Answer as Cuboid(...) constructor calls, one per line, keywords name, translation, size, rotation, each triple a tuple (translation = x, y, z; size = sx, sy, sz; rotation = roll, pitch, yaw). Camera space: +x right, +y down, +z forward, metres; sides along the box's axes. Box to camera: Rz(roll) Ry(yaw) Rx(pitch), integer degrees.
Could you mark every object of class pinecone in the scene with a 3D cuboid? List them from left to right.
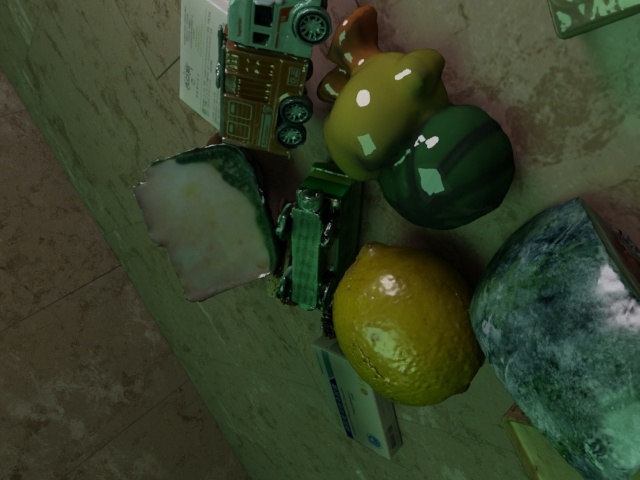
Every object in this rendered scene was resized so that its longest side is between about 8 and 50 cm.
Cuboid(name="pinecone", translation=(0.049, 0.195, 1.132), size=(0.102, 0.109, 0.102), rotation=(27, 136, 30))

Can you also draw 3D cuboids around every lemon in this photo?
Cuboid(name="lemon", translation=(0.153, 0.141, 0.837), size=(0.310, 0.258, 0.258), rotation=(57, 145, -6))

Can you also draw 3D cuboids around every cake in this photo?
Cuboid(name="cake", translation=(-0.078, 0.038, 1.128), size=(0.112, 0.135, 0.245), rotation=(18, 131, 42))

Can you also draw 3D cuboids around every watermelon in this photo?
Cuboid(name="watermelon", translation=(0.362, 0.115, 0.624), size=(0.259, 0.387, 0.228), rotation=(23, 121, -19))

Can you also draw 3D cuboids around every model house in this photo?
Cuboid(name="model house", translation=(-0.239, -0.034, 1.067), size=(0.284, 0.244, 0.298), rotation=(155, 94, -80))

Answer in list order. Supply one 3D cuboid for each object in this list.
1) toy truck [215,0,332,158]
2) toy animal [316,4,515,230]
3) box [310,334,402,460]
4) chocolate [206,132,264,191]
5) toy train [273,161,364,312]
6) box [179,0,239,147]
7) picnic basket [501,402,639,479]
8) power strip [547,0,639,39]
Cuboid(name="toy truck", translation=(-0.084, -0.287, 0.759), size=(0.163, 0.136, 0.305), rotation=(7, 144, -9))
Cuboid(name="toy animal", translation=(0.115, -0.151, 0.689), size=(0.338, 0.191, 0.216), rotation=(48, 157, 11))
Cuboid(name="box", translation=(0.101, 0.428, 1.305), size=(0.200, 0.065, 0.343), rotation=(12, 128, 43))
Cuboid(name="chocolate", translation=(-0.235, -0.113, 1.227), size=(0.185, 0.100, 0.303), rotation=(35, 144, 21))
Cuboid(name="toy train", translation=(0.000, 0.000, 0.949), size=(0.120, 0.202, 0.300), rotation=(17, 133, 17))
Cuboid(name="box", translation=(-0.177, -0.350, 0.938), size=(0.194, 0.111, 0.260), rotation=(41, 144, 15))
Cuboid(name="picnic basket", translation=(0.471, 0.311, 0.685), size=(0.313, 0.175, 0.227), rotation=(-9, 112, 57))
Cuboid(name="power strip", translation=(0.261, -0.343, 0.467), size=(0.105, 0.070, 0.256), rotation=(-5, 114, 51))
